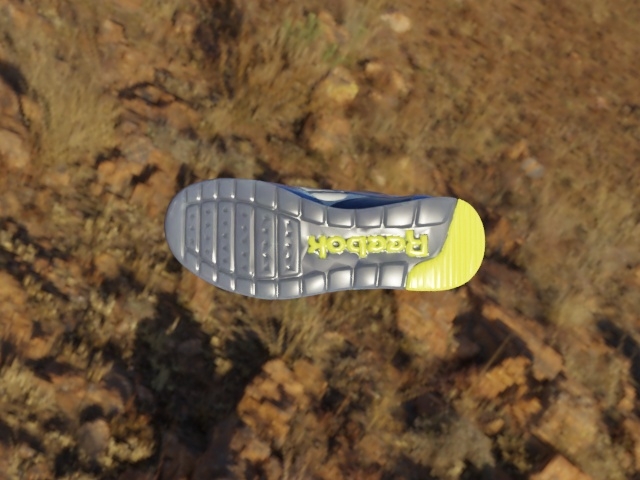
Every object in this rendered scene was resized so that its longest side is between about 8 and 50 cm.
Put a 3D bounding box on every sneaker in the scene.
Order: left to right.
[{"bbox_3d":[0.000,0.000,0.472,0.144,0.053,0.059,6,4,-5],"label":"sneaker"}]
